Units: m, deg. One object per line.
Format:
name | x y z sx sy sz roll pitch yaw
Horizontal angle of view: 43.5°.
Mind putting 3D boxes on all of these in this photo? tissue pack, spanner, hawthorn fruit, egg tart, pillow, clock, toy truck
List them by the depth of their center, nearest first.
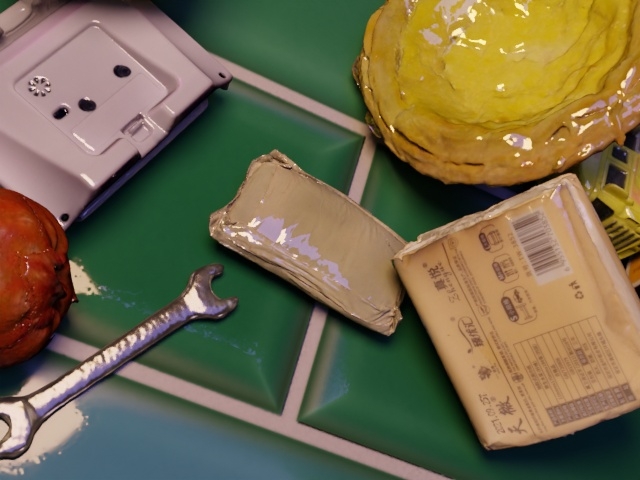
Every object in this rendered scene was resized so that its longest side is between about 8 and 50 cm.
hawthorn fruit | -0.279 0.030 0.623 0.172 0.148 0.148 1 68 3
spanner | -0.177 0.099 0.699 0.254 0.015 0.054 -34 85 -28
clock | -0.221 -0.141 0.735 0.186 0.083 0.253 41 61 -3
tissue pack | 0.194 0.071 0.742 0.222 0.186 0.090 61 27 -5
pillow | 0.000 0.000 0.782 0.208 0.053 0.119 32 60 -8
egg tart | 0.204 -0.183 0.837 0.345 0.132 0.345 -12 55 18
toy truck | 0.325 -0.121 0.913 0.157 0.124 0.272 26 63 -11

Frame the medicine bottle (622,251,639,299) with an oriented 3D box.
medicine bottle | 0.493 0.034 0.774 0.242 0.395 0.242 10 65 -21
